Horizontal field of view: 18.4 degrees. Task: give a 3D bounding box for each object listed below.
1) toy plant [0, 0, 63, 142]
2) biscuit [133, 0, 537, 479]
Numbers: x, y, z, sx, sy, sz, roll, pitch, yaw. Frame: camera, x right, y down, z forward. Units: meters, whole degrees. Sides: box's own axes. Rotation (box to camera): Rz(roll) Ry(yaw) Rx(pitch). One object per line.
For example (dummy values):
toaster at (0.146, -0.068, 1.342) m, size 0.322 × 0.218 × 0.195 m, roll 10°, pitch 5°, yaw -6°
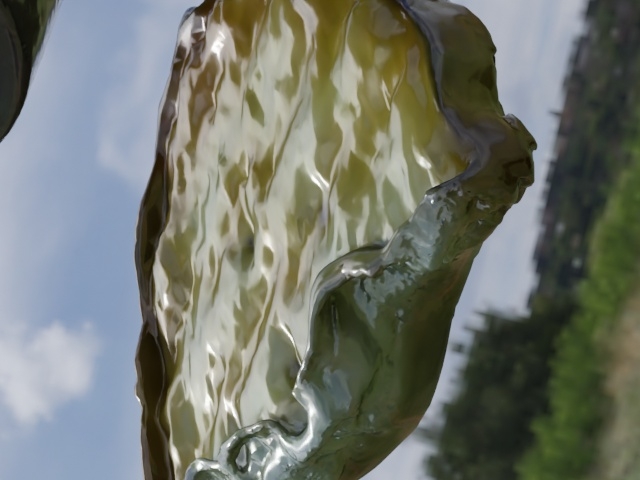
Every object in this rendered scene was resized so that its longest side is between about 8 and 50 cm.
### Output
toy plant at (-0.211, -0.206, 1.029) m, size 0.400 × 0.185 × 0.279 m, roll -93°, pitch -23°, yaw -53°
biscuit at (0.000, 0.000, 0.956) m, size 0.335 × 0.078 × 0.329 m, roll 0°, pitch 87°, yaw 61°
